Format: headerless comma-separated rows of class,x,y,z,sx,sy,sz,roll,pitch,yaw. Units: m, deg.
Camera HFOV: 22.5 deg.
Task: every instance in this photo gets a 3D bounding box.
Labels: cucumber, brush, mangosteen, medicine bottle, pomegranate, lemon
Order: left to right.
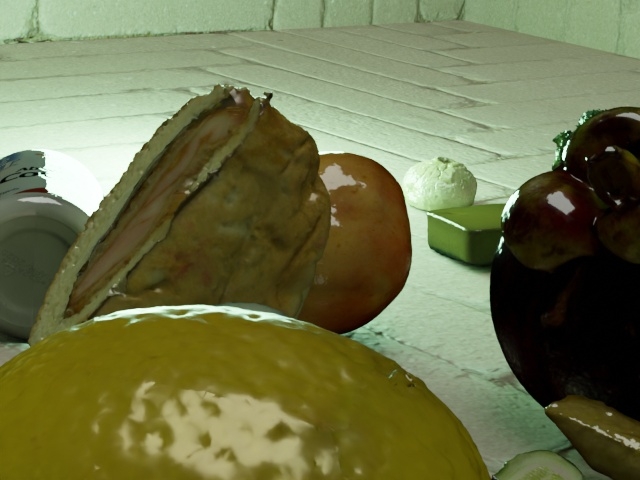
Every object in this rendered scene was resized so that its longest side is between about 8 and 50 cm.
medicine bottle,-0.308,-0.009,1.742,0.157,0.157,0.289,2,16,-10
lemon,-0.061,0.190,0.852,0.336,0.336,0.336,5,16,-1
pomegranate,0.005,0.000,1.726,0.209,0.209,0.209,5,16,-1
brush,0.245,-0.007,2.085,0.197,0.059,0.123,-2,14,-26
cucumber,0.183,0.211,1.345,0.067,0.035,0.107,33,25,22
mangosteen,0.302,0.020,1.498,0.307,0.347,0.307,-9,42,8

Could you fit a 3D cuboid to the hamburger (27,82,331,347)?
hamburger,-0.115,0.032,1.563,0.209,0.330,0.162,44,-14,-30

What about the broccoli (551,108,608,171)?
broccoli,0.336,-0.010,1.858,0.270,0.270,0.270,-30,13,9

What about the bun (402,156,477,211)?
bun,0.173,-0.082,2.307,0.115,0.069,0.115,3,17,-1

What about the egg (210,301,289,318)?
egg,-0.083,0.117,1.425,0.164,0.131,0.131,4,14,23

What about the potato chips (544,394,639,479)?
potato chips,0.370,0.216,1.314,0.407,0.080,0.057,18,37,33
